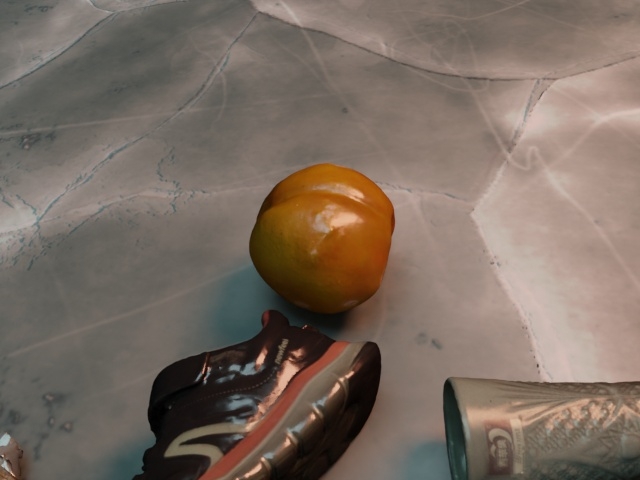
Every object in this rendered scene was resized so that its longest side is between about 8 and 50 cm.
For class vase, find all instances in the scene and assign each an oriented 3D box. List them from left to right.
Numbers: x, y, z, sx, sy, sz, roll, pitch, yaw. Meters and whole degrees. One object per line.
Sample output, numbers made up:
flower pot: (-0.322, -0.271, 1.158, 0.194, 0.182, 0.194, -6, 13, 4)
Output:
vase: (0.203, 0.135, 0.467, 0.219, 0.096, 0.096, -6, 44, 2)

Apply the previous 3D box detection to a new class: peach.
peach: (0.000, 0.000, 0.616, 0.138, 0.138, 0.138, -6, 45, 6)

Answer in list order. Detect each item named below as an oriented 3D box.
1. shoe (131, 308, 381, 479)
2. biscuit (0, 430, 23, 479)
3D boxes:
shoe: (-0.085, 0.150, 0.489, 0.137, 0.114, 0.291, 33, 56, 30)
biscuit: (-0.220, 0.209, 0.402, 0.309, 0.079, 0.186, -14, 32, 56)
